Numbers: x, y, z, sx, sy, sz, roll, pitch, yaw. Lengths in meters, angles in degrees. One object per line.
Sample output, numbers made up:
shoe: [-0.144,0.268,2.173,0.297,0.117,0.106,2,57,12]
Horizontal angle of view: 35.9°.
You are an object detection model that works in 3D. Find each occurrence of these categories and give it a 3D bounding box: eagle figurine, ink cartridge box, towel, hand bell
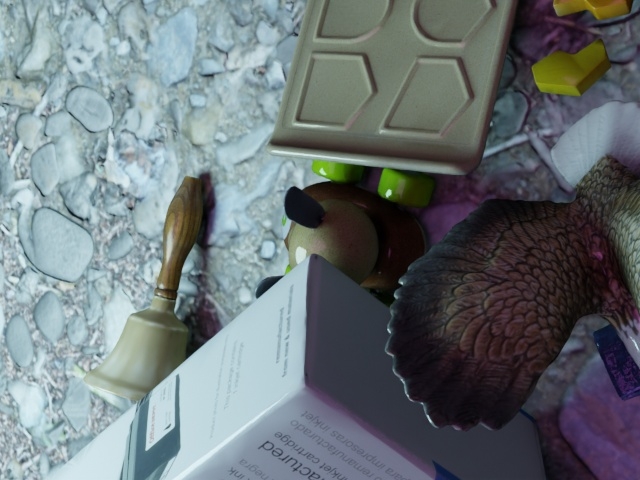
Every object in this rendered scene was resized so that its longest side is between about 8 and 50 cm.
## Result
eagle figurine: [0.210,0.025,0.721,0.225,0.298,0.226,36,111,24]
ink cartridge box: [-0.038,0.245,0.885,0.285,0.166,0.395,37,119,-22]
towel: [0.294,0.086,0.833,0.119,0.029,0.067,-28,79,29]
hand bell: [-0.166,0.049,1.078,0.126,0.126,0.241,12,87,29]

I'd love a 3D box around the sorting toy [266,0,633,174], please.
sorting toy: [0.112,-0.163,0.882,0.307,0.041,0.229,9,75,30]

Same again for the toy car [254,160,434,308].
toy car: [0.000,0.000,0.907,0.149,0.188,0.155,21,104,28]
